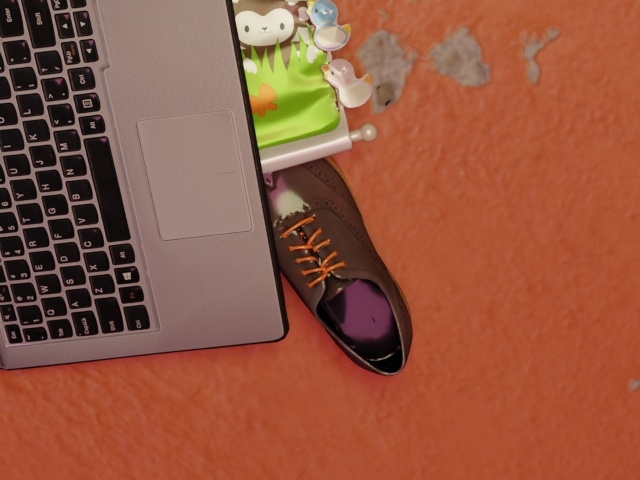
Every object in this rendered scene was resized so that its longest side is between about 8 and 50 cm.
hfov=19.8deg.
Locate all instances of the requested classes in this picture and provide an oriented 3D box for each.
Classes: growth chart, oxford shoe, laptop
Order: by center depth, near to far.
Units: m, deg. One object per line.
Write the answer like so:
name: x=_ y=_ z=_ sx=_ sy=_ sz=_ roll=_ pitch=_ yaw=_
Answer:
laptop: x=-0.252 y=0.006 z=1.397 sx=0.408 sy=0.236 sz=0.382 roll=-6 pitch=124 yaw=4
growth chart: x=-0.063 y=-0.165 z=1.515 sx=0.172 sy=0.021 sz=0.237 roll=-24 pitch=90 yaw=-1
oxford shoe: x=0.000 y=0.000 z=1.560 sx=0.097 sy=0.098 sz=0.271 roll=-36 pitch=107 yaw=5
